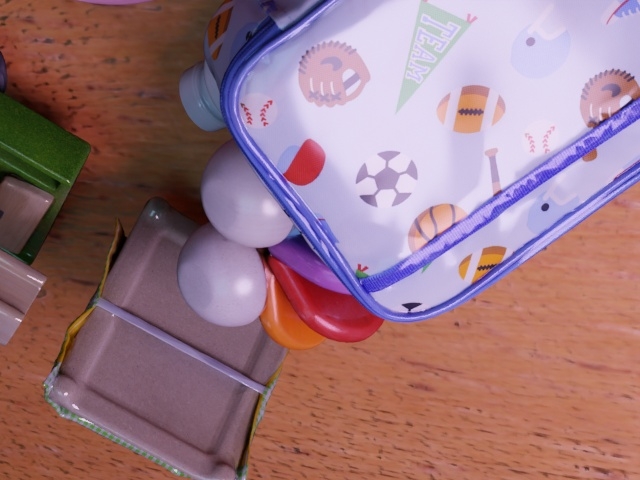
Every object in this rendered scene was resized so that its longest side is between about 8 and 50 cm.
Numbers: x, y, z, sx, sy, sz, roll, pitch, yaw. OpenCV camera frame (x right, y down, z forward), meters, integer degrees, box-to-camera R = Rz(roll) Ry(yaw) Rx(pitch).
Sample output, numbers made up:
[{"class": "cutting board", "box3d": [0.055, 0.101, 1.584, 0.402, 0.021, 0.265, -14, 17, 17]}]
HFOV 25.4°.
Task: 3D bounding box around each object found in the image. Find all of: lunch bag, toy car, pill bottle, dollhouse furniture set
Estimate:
[{"class": "lunch bag", "box3d": [0.104, -0.104, 0.826, 0.303, 0.115, 0.243, -34, 118, 5]}, {"class": "toy car", "box3d": [0.000, 0.000, 0.978, 0.136, 0.159, 0.182, 44, 134, 26]}, {"class": "pill bottle", "box3d": [-0.038, -0.118, 0.986, 0.120, 0.067, 0.067, -20, 114, 33]}, {"class": "dollhouse furniture set", "box3d": [-0.182, 0.062, 1.084, 0.301, 0.198, 0.151, 31, 144, -10]}]

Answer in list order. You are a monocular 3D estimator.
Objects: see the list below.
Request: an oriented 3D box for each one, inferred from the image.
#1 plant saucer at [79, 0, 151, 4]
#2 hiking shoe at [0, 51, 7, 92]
[{"class": "plant saucer", "box3d": [-0.180, -0.294, 0.863, 0.332, 0.084, 0.332, 23, 149, 15]}, {"class": "hiking shoe", "box3d": [-0.351, -0.145, 1.070, 0.226, 0.114, 0.086, 23, 130, 6]}]
